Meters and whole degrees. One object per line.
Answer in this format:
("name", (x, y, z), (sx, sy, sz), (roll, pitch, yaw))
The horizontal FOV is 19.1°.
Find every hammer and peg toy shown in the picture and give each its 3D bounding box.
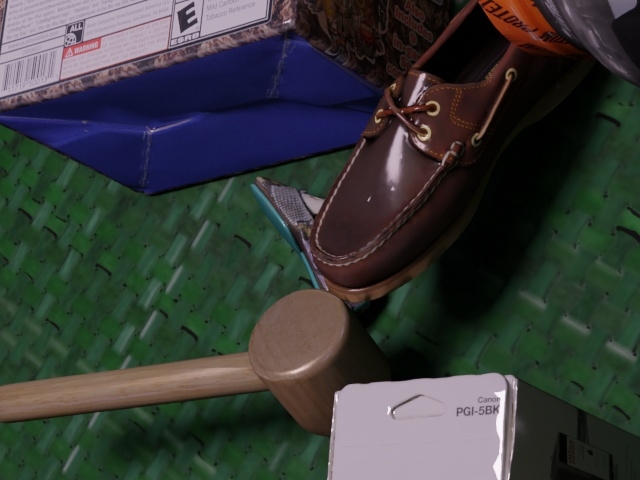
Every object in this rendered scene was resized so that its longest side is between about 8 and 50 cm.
("hammer and peg toy", (-0.087, 0.207, 0.965), (0.266, 0.127, 0.361), (-2, 53, 39))

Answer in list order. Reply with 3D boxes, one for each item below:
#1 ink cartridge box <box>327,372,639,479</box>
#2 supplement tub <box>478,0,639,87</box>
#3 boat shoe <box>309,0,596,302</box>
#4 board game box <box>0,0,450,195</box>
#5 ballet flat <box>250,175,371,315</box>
("ink cartridge box", (0.081, 0.107, 0.873), (0.099, 0.135, 0.056), (-8, 67, 38))
("supplement tub", (0.236, -0.165, 0.816), (0.338, 0.207, 0.207), (2, 73, 39))
("boat shoe", (0.061, -0.064, 0.963), (0.073, 0.073, 0.207), (24, 67, 38))
("board game box", (-0.053, -0.201, 1.114), (0.232, 0.141, 0.291), (-11, 65, 36))
("ballet flat", (0.000, 0.000, 1.060), (0.041, 0.041, 0.114), (-45, 49, 15))
